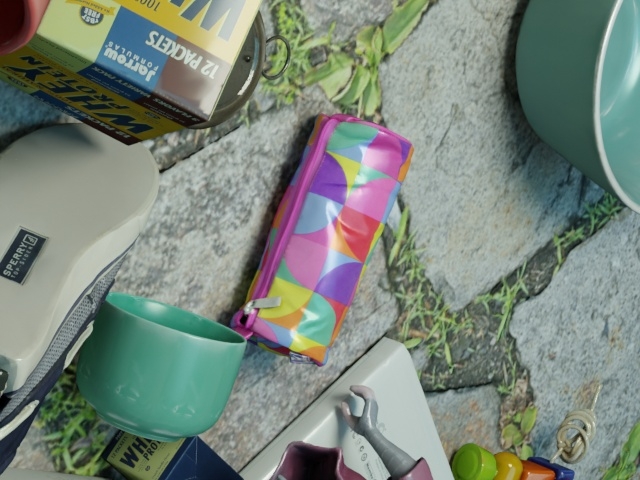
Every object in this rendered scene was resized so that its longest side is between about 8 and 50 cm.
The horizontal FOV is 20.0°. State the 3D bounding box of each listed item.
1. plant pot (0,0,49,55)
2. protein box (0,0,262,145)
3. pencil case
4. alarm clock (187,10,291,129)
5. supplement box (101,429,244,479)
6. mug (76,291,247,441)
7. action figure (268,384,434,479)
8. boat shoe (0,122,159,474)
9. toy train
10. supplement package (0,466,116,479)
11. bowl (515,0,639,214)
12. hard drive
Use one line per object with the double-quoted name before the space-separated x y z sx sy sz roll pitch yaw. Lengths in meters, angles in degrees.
"plant pot" -0.247 -0.296 1.182 0.275 0.275 0.243 49 58 -42
"protein box" -0.131 -0.195 1.320 0.136 0.200 0.201 27 78 -19
"pencil case" 0.000 0.000 1.630 0.104 0.104 0.236 29 81 -46
"alarm clock" -0.090 -0.158 1.513 0.192 0.064 0.129 -2 105 -48
"supplement box" -0.128 0.198 1.576 0.056 0.083 0.083 -55 134 -16
"mug" -0.128 0.111 1.514 0.158 0.129 0.097 15 96 -47
"action figure" 0.065 0.284 1.597 0.248 0.276 0.370 -66 157 1
"boat shoe" -0.230 0.047 1.368 0.158 0.127 0.340 -66 176 35
"toy train" 0.201 0.247 1.924 0.143 0.105 0.248 24 86 -33
"supplement package" -0.242 0.281 1.421 0.293 0.177 0.175 16 91 -46
"bowl" 0.315 -0.188 1.833 0.312 0.163 0.311 -16 114 -40
"hard drive" 0.000 0.265 1.760 0.307 0.040 0.203 -41 129 -28
